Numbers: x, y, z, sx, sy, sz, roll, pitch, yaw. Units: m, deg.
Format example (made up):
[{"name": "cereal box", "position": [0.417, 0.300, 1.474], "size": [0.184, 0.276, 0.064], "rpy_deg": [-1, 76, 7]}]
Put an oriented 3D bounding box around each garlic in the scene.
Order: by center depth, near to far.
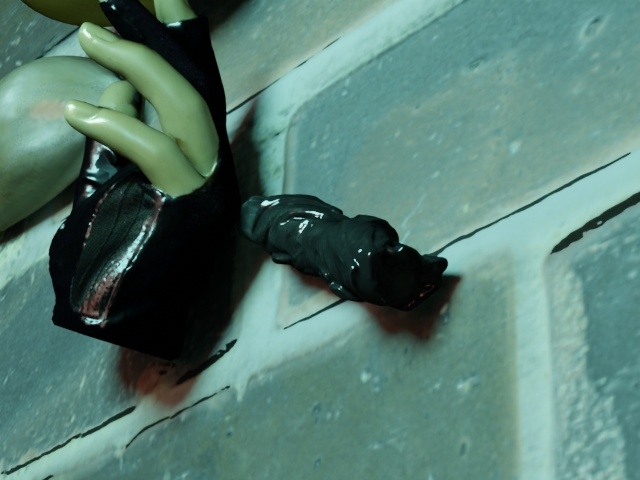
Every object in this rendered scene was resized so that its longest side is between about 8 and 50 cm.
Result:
[{"name": "garlic", "position": [-0.288, -0.093, 1.561], "size": [0.318, 0.112, 0.143], "rpy_deg": [-39, 41, 46]}]

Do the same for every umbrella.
[{"name": "umbrella", "position": [0.000, 0.000, 1.130], "size": [0.235, 0.066, 0.059], "rpy_deg": [23, 90, 59]}]

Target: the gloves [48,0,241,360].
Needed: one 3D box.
[{"name": "gloves", "position": [-0.139, -0.059, 1.268], "size": [0.197, 0.152, 0.301], "rpy_deg": [-176, 84, -65]}]

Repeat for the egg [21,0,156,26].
[{"name": "egg", "position": [-0.168, -0.330, 1.431], "size": [0.322, 0.250, 0.250], "rpy_deg": [-43, 37, 28]}]
